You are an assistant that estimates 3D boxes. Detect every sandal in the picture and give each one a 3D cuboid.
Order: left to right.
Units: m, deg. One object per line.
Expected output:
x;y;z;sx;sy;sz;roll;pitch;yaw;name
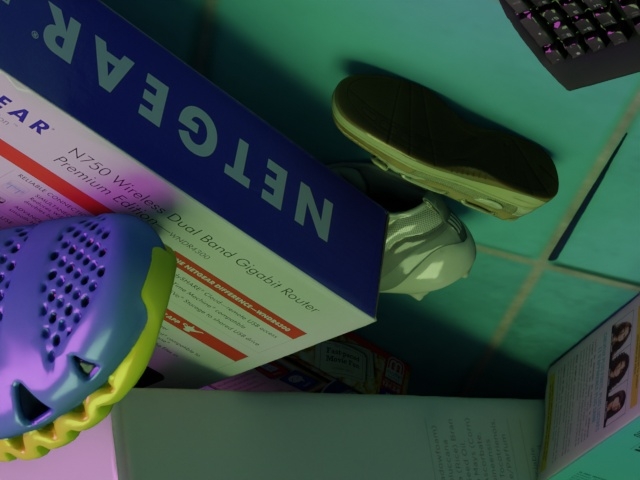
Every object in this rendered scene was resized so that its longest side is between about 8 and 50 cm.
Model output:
-0.218;0.048;0.953;0.317;0.126;0.138;-18;134;32;sandal

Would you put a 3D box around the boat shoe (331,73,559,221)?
0.068;-0.051;1.031;0.153;0.056;0.048;18;144;-24;boat shoe

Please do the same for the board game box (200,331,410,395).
-0.053;0.090;1.306;0.193;0.045;0.146;31;144;-29;board game box

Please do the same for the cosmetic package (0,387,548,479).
-0.019;0.208;1.220;0.453;0.162;0.230;6;159;-43;cosmetic package

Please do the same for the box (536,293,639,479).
0.229;0.092;1.161;0.060;0.101;0.244;19;149;-14;box

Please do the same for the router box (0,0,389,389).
-0.180;-0.016;1.029;0.301;0.082;0.335;-23;135;38;router box

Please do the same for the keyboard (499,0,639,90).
0.253;-0.127;0.867;0.317;0.033;0.201;-14;141;37;keyboard

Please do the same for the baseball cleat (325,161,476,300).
0.000;0.000;1.138;0.205;0.072;0.109;-15;126;30;baseball cleat
